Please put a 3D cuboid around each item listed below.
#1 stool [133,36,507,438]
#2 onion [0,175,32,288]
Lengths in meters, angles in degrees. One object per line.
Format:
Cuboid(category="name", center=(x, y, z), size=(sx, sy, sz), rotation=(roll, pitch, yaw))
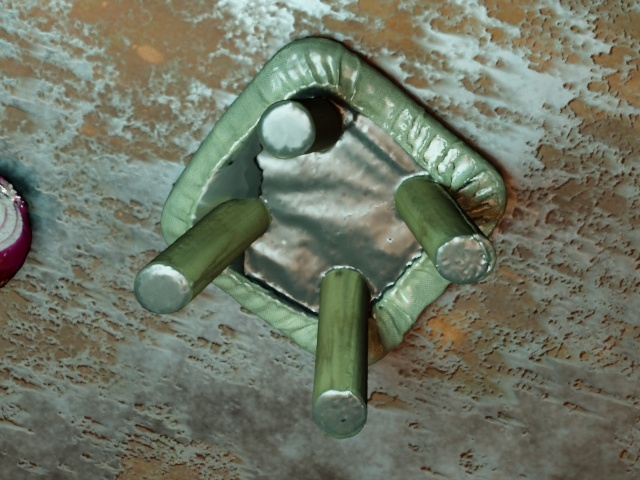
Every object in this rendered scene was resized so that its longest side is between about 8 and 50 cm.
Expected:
Cuboid(category="stool", center=(0.000, 0.000, 1.638), size=(0.310, 0.226, 0.310), rotation=(36, 113, -7))
Cuboid(category="onion", center=(-0.414, 0.019, 1.727), size=(0.173, 0.198, 0.135), rotation=(24, 145, -7))
